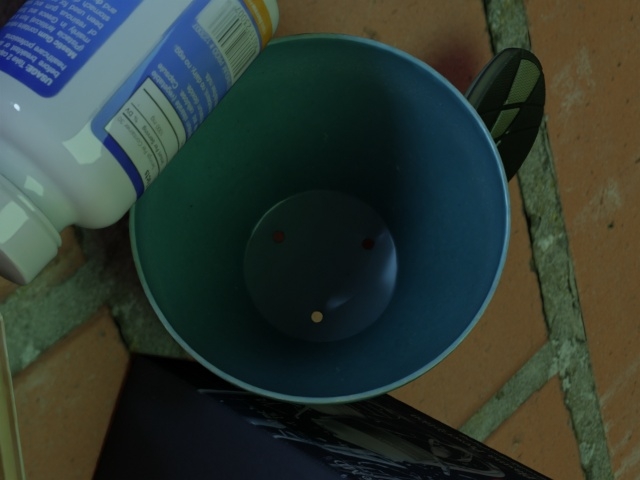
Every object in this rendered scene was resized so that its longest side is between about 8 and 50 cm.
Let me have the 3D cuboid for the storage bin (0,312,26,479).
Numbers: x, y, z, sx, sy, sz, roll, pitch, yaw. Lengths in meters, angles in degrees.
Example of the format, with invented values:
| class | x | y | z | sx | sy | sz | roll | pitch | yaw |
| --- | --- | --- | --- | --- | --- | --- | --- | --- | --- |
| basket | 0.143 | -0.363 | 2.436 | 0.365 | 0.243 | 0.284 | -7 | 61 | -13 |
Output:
| class | x | y | z | sx | sy | sz | roll | pitch | yaw |
| --- | --- | --- | --- | --- | --- | --- | --- | --- | --- |
| storage bin | -0.345 | 0.171 | 1.012 | 0.262 | 0.123 | 0.260 | -22 | 121 | -38 |

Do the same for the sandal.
| class | x | y | z | sx | sy | sz | roll | pitch | yaw |
| --- | --- | --- | --- | --- | --- | --- | --- | --- | --- |
| sandal | 0.106 | -0.059 | 1.419 | 0.303 | 0.086 | 0.120 | -56 | 144 | 8 |

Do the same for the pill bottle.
| class | x | y | z | sx | sy | sz | roll | pitch | yaw |
| --- | --- | --- | --- | --- | --- | --- | --- | --- | --- |
| pill bottle | -0.166 | -0.105 | 1.064 | 0.272 | 0.152 | 0.152 | -51 | 135 | -17 |

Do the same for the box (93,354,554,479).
| class | x | y | z | sx | sy | sz | roll | pitch | yaw |
| --- | --- | --- | --- | --- | --- | --- | --- | --- | --- |
| box | 0.030 | 0.248 | 1.265 | 0.312 | 0.343 | 0.179 | 11 | 99 | -48 |

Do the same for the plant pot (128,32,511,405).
| class | x | y | z | sx | sy | sz | roll | pitch | yaw |
| --- | --- | --- | --- | --- | --- | --- | --- | --- | --- |
| plant pot | 0.000 | 0.000 | 1.222 | 0.290 | 0.290 | 0.195 | -58 | 173 | -11 |
